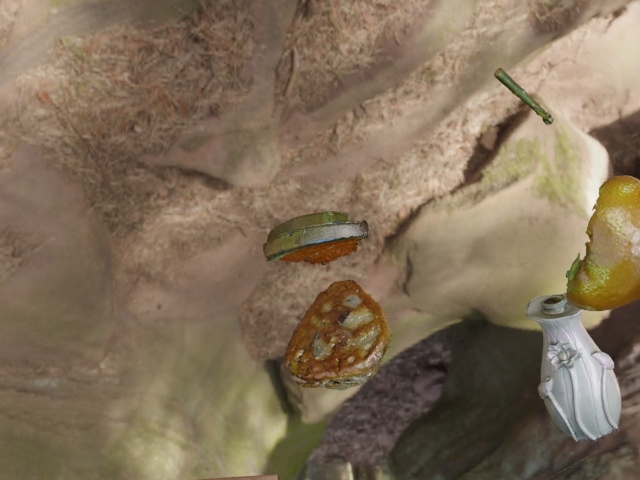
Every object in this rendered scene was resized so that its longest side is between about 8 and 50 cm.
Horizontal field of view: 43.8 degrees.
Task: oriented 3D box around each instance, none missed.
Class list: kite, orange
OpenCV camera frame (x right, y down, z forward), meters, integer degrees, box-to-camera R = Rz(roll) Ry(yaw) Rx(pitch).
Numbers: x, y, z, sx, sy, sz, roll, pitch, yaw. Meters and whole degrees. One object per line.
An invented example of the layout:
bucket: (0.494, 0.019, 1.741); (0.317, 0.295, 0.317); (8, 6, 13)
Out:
kite: (0.463, 0.418, 1.471); (0.122, 0.004, 0.090); (-28, 159, -2)
orange: (0.704, 0.026, 1.876); (0.262, 0.196, 0.335); (-5, 123, -38)

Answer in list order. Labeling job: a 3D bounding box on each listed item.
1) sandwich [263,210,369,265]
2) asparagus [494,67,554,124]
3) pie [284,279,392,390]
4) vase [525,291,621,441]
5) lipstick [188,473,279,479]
sandwich: (0.001, -0.008, 1.782); (0.235, 0.079, 0.159); (-21, 156, 30)
asparagus: (0.288, -0.199, 1.115); (0.127, 0.018, 0.015); (34, 117, -29)
pie: (0.048, 0.241, 1.934); (0.308, 0.308, 0.085); (-19, 135, 11)
vase: (0.773, 0.374, 2.444); (0.249, 0.250, 0.446); (-18, 106, 10)
lipstick: (-0.130, 0.365, 1.133); (0.145, 0.045, 0.045); (-2, 123, -7)
